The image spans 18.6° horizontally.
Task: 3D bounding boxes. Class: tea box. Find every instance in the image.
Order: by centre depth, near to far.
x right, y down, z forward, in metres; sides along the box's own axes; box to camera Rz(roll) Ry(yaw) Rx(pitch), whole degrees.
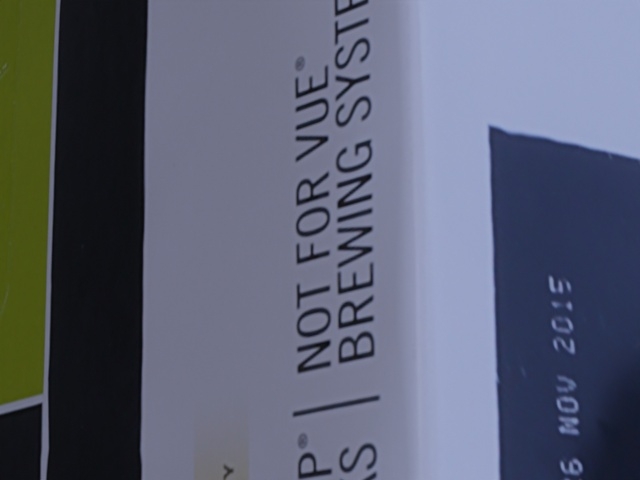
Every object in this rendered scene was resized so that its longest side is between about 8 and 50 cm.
[{"bbox_3d":[0.000,0.000,0.511,0.220,0.323,0.329,12,72,-37],"label":"tea box"}]
